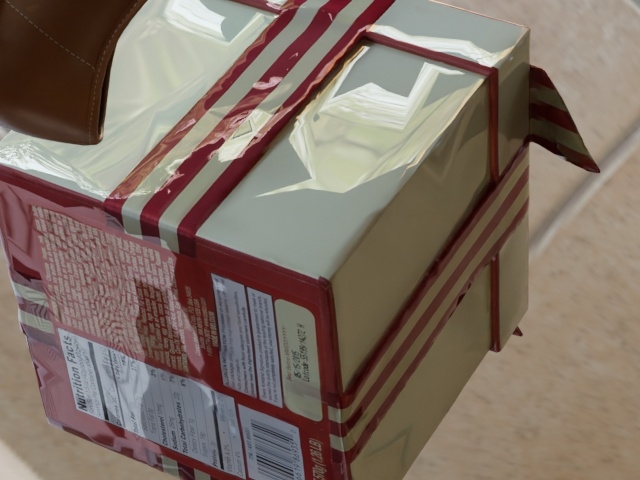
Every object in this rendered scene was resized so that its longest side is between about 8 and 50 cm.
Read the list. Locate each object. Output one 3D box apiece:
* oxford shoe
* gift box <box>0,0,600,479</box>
[{"bbox_3d":[-0.050,-0.127,0.566,0.076,0.076,0.212,25,107,-3],"label":"oxford shoe"},{"bbox_3d":[0.000,0.000,1.112,0.276,0.255,0.258,22,50,19],"label":"gift box"}]
